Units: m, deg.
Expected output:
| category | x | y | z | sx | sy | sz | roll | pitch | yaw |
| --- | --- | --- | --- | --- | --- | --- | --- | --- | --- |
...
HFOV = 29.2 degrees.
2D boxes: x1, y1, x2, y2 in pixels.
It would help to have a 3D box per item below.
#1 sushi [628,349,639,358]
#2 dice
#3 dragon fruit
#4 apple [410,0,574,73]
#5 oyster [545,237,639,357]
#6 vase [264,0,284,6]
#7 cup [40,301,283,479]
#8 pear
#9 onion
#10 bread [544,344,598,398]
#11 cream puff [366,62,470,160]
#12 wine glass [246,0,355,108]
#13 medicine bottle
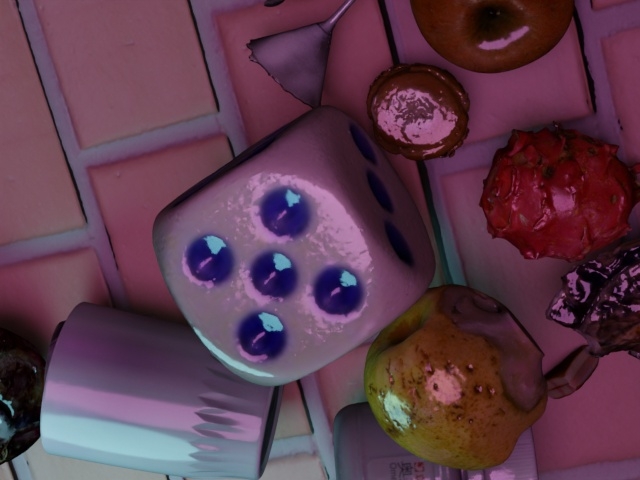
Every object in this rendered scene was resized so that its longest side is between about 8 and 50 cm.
| category | x | y | z | sx | sy | sz | roll | pitch | yaw |
| --- | --- | --- | --- | --- | --- | --- | --- | --- | --- |
| sushi | 0.530 | 0.175 | 1.938 | 0.083 | 0.044 | 0.046 | 25 | 88 | 0 |
| dice | -0.035 | 0.007 | 1.788 | 0.304 | 0.277 | 0.304 | -31 | 100 | 21 |
| dragon fruit | 0.365 | -0.065 | 1.812 | 0.268 | 0.210 | 0.205 | -6 | 144 | -20 |
| apple | 0.242 | -0.359 | 1.753 | 0.237 | 0.207 | 0.237 | 3 | 126 | 5 |
| oyster | 0.495 | 0.080 | 1.835 | 0.275 | 0.100 | 0.271 | 8 | 129 | -28 |
| vase | -0.073 | -0.522 | 1.768 | 0.251 | 0.156 | 0.301 | -41 | 101 | -15 |
| cup | -0.258 | 0.255 | 1.992 | 0.372 | 0.253 | 0.253 | 12 | 109 | 6 |
| pear | 0.197 | 0.200 | 1.773 | 0.271 | 0.271 | 0.271 | 3 | 107 | 10 |
| onion | -0.606 | 0.255 | 2.068 | 0.314 | 0.232 | 0.314 | -14 | 139 | -12 |
| bread | 0.397 | 0.216 | 1.959 | 0.043 | 0.062 | 0.109 | 45 | 106 | -4 |
| cream puff | 0.148 | -0.192 | 1.851 | 0.150 | 0.115 | 0.165 | -43 | 86 | 12 |
| wine glass | 0.019 | -0.326 | 1.819 | 0.156 | 0.156 | 0.232 | 43 | 107 | -4 |
| medicine bottle | 0.182 | 0.367 | 1.948 | 0.306 | 0.245 | 0.245 | -7 | 106 | 3 |
